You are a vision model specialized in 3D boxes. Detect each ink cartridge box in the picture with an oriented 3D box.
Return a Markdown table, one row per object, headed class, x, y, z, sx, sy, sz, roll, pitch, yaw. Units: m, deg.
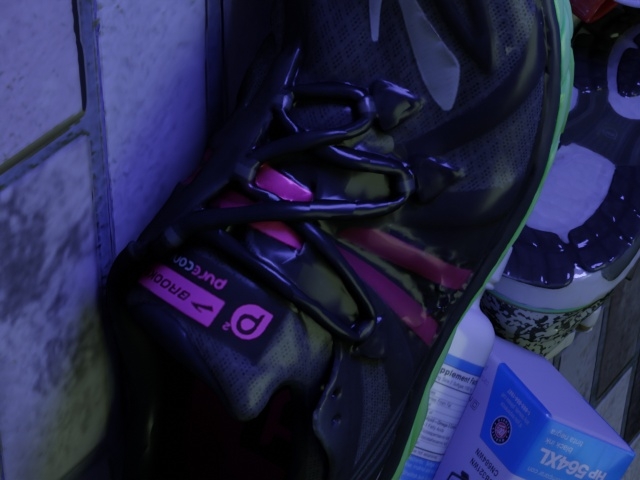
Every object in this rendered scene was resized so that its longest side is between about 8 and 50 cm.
| class | x | y | z | sx | sy | sz | roll | pitch | yaw |
| --- | --- | --- | --- | --- | --- | --- | --- | --- | --- |
| ink cartridge box | 0.103 | 0.182 | 1.252 | 0.086 | 0.148 | 0.203 | 24 | 103 | -29 |

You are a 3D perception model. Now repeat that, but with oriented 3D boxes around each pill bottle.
| class | x | y | z | sx | sy | sz | roll | pitch | yaw |
| --- | --- | --- | --- | --- | --- | --- | --- | --- | --- |
| pill bottle | 0.040 | 0.085 | 1.209 | 0.221 | 0.124 | 0.124 | -66 | 154 | 1 |

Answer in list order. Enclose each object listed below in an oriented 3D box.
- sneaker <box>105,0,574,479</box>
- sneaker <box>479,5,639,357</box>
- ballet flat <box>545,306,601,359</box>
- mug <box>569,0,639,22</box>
| class | x | y | z | sx | sy | sz | roll | pitch | yaw |
| --- | --- | --- | --- | --- | --- | --- | --- | --- | --- |
| sneaker | 0.000 | 0.000 | 0.991 | 0.202 | 0.185 | 0.482 | -26 | 134 | -58 |
| sneaker | 0.221 | -0.043 | 1.422 | 0.410 | 0.158 | 0.182 | -41 | 155 | -38 |
| ballet flat | 0.181 | 0.059 | 1.497 | 0.221 | 0.079 | 0.076 | -38 | 143 | -44 |
| mug | 0.255 | -0.244 | 1.373 | 0.169 | 0.150 | 0.113 | -34 | 105 | -53 |
